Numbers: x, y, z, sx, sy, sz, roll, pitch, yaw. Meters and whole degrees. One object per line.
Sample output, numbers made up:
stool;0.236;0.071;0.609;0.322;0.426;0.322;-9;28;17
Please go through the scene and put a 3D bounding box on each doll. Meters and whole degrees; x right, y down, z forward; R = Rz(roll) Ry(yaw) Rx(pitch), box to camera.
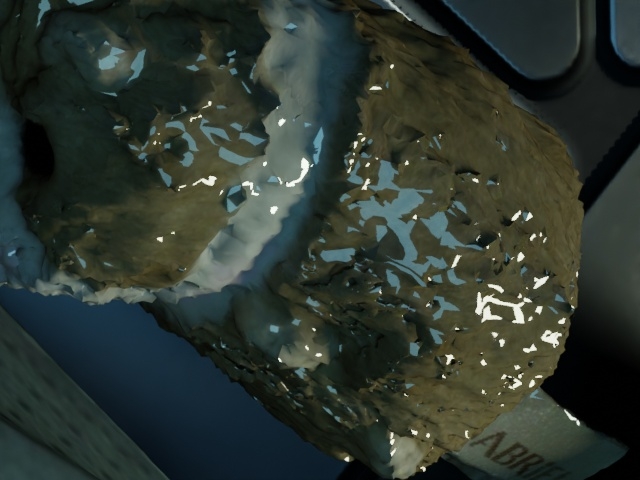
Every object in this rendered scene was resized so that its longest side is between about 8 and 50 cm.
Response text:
doll;0.006;0.001;0.435;0.221;0.105;0.115;38;81;-22

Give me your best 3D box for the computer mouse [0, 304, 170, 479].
computer mouse;-0.117;0.095;0.404;0.188;0.122;0.371;-44;110;3
